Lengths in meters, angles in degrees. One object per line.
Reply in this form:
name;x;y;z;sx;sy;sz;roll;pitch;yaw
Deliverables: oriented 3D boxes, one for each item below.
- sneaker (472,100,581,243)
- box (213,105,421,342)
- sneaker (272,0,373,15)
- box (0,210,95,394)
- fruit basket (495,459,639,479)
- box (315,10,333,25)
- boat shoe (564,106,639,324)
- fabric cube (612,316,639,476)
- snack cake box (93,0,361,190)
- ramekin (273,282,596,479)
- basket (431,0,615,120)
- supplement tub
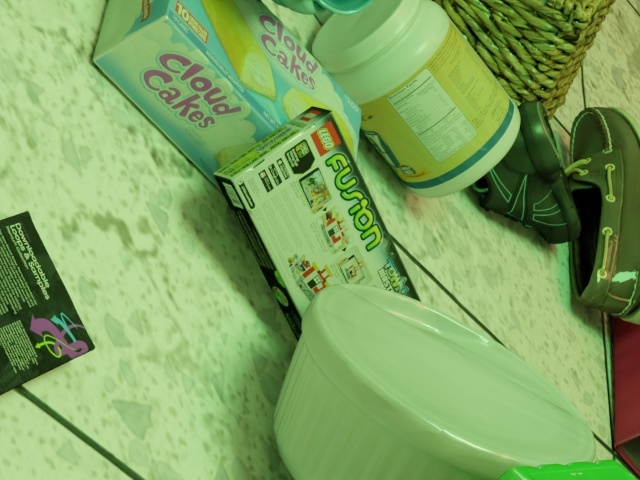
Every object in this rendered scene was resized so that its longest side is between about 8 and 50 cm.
sneaker;0.230;-0.071;2.178;0.267;0.106;0.101;58;14;-56
box;0.000;0.000;1.661;0.114;0.036;0.207;-35;116;-20
sneaker;-0.021;-0.263;1.761;0.150;0.135;0.366;49;4;-9
box;-0.233;0.050;1.339;0.116;0.029;0.162;64;29;0
fruit basket;0.142;0.339;1.424;0.165;0.353;0.327;33;12;30
box;0.015;-0.403;2.053;0.231;0.126;0.262;52;30;-19
boat shoe;0.344;-0.045;2.329;0.096;0.116;0.324;13;50;-20
fabric cube;0.519;0.177;2.273;0.254;0.259;0.258;45;33;-29
snack cake box;-0.077;-0.138;1.705;0.264;0.089;0.152;45;33;-31
ramekin;0.084;0.159;1.583;0.272;0.127;0.273;26;18;-9
basket;0.221;-0.264;2.327;0.213;0.223;0.299;30;28;8
supplement tub;0.098;-0.158;1.963;0.200;0.144;0.144;49;30;-24
